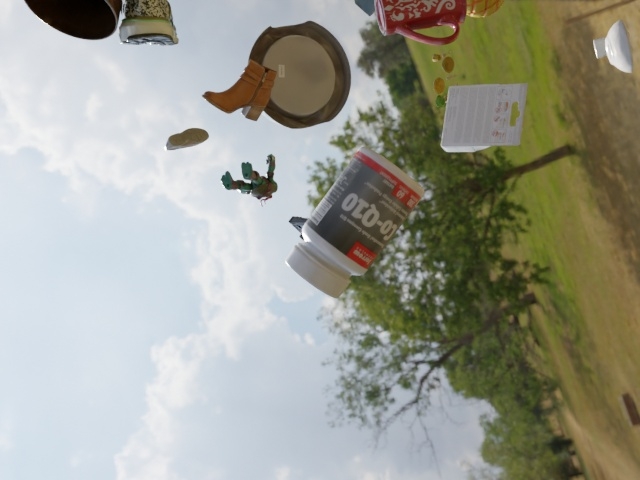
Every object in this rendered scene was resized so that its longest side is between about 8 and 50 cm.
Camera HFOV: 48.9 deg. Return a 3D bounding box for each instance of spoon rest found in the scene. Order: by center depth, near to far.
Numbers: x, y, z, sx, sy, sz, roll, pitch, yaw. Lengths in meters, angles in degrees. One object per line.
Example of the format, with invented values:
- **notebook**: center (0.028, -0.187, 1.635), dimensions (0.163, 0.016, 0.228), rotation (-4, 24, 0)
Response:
- **spoon rest**: center (0.793, -0.517, 1.866), dimensions (0.276, 0.084, 0.137), rotation (-60, -47, -70)

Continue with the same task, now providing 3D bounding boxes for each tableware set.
- **tableware set**: center (0.361, -0.475, 2.074), dimensions (0.104, 0.024, 0.154), rotation (-28, -66, -31)

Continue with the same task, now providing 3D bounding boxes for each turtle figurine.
- **turtle figurine**: center (-0.193, -0.186, 2.177), dimensions (0.118, 0.175, 0.234), rotation (53, -160, 18)

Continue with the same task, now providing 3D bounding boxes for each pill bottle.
- **pill bottle**: center (0.066, -0.032, 1.423), dimensions (0.161, 0.283, 0.161), rotation (36, -176, -3)

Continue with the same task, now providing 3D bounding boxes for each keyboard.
- **keyboard**: center (0.000, 0.000, 1.637), dimensions (0.180, 0.108, 0.023), rotation (44, -116, -35)

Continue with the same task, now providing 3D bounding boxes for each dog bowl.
- **dog bowl**: center (-0.080, -0.518, 2.234), dimensions (0.102, 0.348, 0.349), rotation (2, 115, 67)

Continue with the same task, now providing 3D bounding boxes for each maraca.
- **maraca**: center (0.400, -0.639, 1.828), dimensions (0.185, 0.127, 0.099), rotation (3, -123, -28)

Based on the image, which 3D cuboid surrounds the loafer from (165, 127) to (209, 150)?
- **loafer**: center (-0.345, -0.259, 1.809), dimensions (0.125, 0.039, 0.045), rotation (-22, -99, -43)

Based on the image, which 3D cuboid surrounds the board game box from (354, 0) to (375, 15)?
- **board game box**: center (0.129, -0.751, 2.096), dimensions (0.168, 0.033, 0.133), rotation (11, -85, -60)

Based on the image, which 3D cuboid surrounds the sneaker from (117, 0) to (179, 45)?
- **sneaker**: center (-0.430, -0.584, 1.763), dimensions (0.410, 0.158, 0.182), rotation (-135, 45, -67)

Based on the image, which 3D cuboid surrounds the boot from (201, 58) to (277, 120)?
- **boot**: center (-0.217, -0.418, 1.903), dimensions (0.197, 0.152, 0.073), rotation (7, -153, -45)

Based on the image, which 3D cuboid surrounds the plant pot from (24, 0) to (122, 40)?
- **plant pot**: center (-0.537, -0.621, 1.613), dimensions (0.215, 0.215, 0.231), rotation (48, -132, -55)

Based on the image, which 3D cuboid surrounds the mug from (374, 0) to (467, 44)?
- **mug**: center (0.208, -0.477, 1.447), dimensions (0.150, 0.169, 0.113), rotation (-105, 4, -46)

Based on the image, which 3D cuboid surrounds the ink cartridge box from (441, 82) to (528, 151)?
- **ink cartridge box**: center (0.451, -0.335, 1.927), dimensions (0.056, 0.224, 0.181), rotation (24, -107, -59)
